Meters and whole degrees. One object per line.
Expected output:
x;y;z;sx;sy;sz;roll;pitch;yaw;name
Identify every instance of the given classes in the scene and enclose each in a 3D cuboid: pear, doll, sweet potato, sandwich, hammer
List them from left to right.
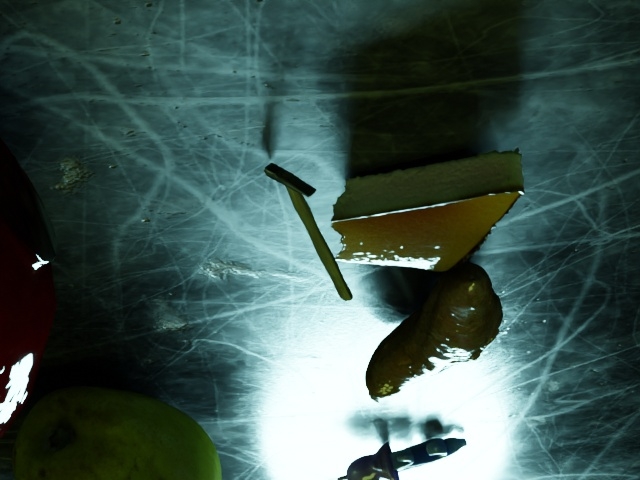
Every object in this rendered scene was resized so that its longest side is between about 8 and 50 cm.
-0.261;0.316;1.755;0.253;0.252;0.307;-13;142;16;pear
0.000;0.000;1.327;0.062;0.013;0.199;30;158;38;hammer
0.123;0.335;2.042;0.206;0.067;0.110;-19;160;5;doll
0.089;-0.032;1.315;0.163;0.058;0.193;5;154;-17;sandwich
0.148;0.099;1.540;0.114;0.092;0.341;-17;162;-24;sweet potato

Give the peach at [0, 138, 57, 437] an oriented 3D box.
-0.371;0.032;1.077;0.310;0.335;0.406;-26;148;-3;peach
